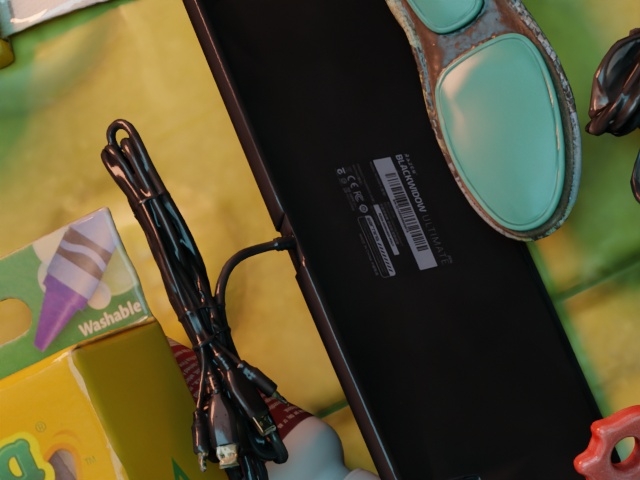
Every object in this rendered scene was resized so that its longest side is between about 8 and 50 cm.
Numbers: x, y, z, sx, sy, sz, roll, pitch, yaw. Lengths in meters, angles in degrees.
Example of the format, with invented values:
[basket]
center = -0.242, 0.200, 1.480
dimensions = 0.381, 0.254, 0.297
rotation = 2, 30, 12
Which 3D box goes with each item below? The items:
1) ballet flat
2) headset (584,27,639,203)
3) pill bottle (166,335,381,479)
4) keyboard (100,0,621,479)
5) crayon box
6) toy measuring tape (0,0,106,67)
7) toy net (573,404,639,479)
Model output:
[ballet flat]
center = 0.075, -0.087, 0.878
dimensions = 0.070, 0.070, 0.188
rotation = -22, 79, 9
[headset]
center = 0.287, -0.027, 0.747
dimensions = 0.394, 0.243, 0.185
rotation = 18, 58, 33
[pill bottle]
center = -0.046, 0.104, 0.859
dimensions = 0.152, 0.086, 0.086
rotation = 26, 87, 17
[keyboard]
center = 0.000, 0.000, 0.845
dimensions = 0.202, 0.033, 0.317
rotation = -12, 70, -33
[crayon box]
center = -0.122, 0.174, 0.808
dimensions = 0.203, 0.083, 0.323
rotation = -25, 87, 23
[toy measuring tape]
center = -0.188, -0.124, 0.923
dimensions = 0.330, 0.121, 0.121
rotation = -19, 76, 9
[toy net]
center = 0.102, 0.145, 0.782
dimensions = 0.232, 0.045, 0.122
rotation = -19, 113, -16
